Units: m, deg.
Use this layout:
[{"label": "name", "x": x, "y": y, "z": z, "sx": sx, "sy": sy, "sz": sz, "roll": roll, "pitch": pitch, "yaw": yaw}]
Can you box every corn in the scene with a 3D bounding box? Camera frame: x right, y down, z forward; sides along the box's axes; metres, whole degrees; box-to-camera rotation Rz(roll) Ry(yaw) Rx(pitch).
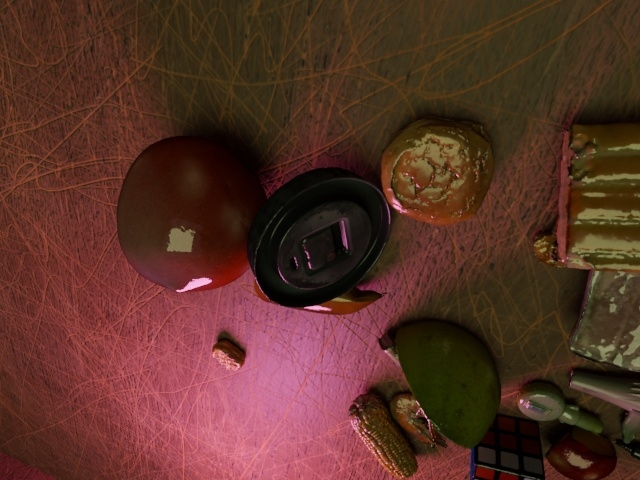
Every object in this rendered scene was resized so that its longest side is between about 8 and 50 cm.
[{"label": "corn", "x": 0.178, "y": 0.564, "z": 1.249, "sx": 0.115, "sy": 0.115, "sz": 0.318, "roll": -21, "pitch": 110, "yaw": 30}]

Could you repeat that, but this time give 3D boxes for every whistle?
[{"label": "whistle", "x": 0.567, "y": 0.406, "z": 1.033, "sx": 0.198, "sy": 0.057, "sz": 0.104, "roll": 25, "pitch": 126, "yaw": 7}]

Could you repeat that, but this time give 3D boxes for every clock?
[{"label": "clock", "x": 0.001, "y": 0.000, "z": 0.879, "sx": 0.061, "sy": 0.312, "sz": 0.313, "roll": 50, "pitch": 141, "yaw": 44}]

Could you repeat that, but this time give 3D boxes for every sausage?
[{"label": "sausage", "x": -0.004, "y": 0.123, "z": 1.048, "sx": 0.327, "sy": 0.112, "sz": 0.112, "roll": 8, "pitch": 122, "yaw": 16}]

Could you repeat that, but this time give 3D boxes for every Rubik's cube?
[{"label": "Rubik's cube", "x": 0.466, "y": 0.559, "z": 1.102, "sx": 0.163, "sy": 0.161, "sz": 0.162, "roll": 6, "pitch": 121, "yaw": 17}]

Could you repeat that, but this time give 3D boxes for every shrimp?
[{"label": "shrimp", "x": 0.283, "y": 0.504, "z": 1.208, "sx": 0.217, "sy": 0.051, "sz": 0.115, "roll": 47, "pitch": 122, "yaw": -8}]

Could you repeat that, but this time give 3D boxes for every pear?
[{"label": "pear", "x": 0.304, "y": 0.320, "z": 0.969, "sx": 0.288, "sy": 0.239, "sz": 0.139, "roll": 41, "pitch": 126, "yaw": -8}]

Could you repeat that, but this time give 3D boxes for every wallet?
[{"label": "wallet", "x": 0.209, "y": 0.299, "z": 1.074, "sx": 0.155, "sy": 0.110, "sz": 0.039, "roll": 44, "pitch": 91, "yaw": -6}]

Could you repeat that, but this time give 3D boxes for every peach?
[{"label": "peach", "x": 0.630, "y": 0.522, "z": 1.056, "sx": 0.118, "sy": 0.151, "sz": 0.151, "roll": 58, "pitch": 137, "yaw": 37}]

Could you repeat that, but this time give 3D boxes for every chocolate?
[{"label": "chocolate", "x": 0.587, "y": 0.092, "z": 0.804, "sx": 0.184, "sy": 0.100, "sz": 0.304, "roll": 14, "pitch": 115, "yaw": 20}]

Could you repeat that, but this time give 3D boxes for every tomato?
[{"label": "tomato", "x": -0.267, "y": -0.043, "z": 0.914, "sx": 0.320, "sy": 0.322, "sz": 0.322, "roll": 10, "pitch": 123, "yaw": 15}]

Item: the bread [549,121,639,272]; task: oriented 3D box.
[{"label": "bread", "x": 0.506, "y": -0.070, "z": 0.689, "sx": 0.245, "sy": 0.111, "sz": 0.240, "roll": 1, "pitch": 93, "yaw": 24}]

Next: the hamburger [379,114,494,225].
[{"label": "hamburger", "x": 0.213, "y": -0.130, "z": 0.814, "sx": 0.213, "sy": 0.108, "sz": 0.214, "roll": 7, "pitch": 122, "yaw": 11}]

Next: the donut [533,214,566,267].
[{"label": "donut", "x": 0.465, "y": 0.000, "z": 0.832, "sx": 0.097, "sy": 0.043, "sz": 0.108, "roll": 41, "pitch": 124, "yaw": -6}]

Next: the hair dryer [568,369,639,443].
[{"label": "hair dryer", "x": 0.656, "y": 0.363, "z": 0.978, "sx": 0.218, "sy": 0.088, "sz": 0.225, "roll": 26, "pitch": 141, "yaw": 12}]

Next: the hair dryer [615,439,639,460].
[{"label": "hair dryer", "x": 0.826, "y": 0.520, "z": 0.999, "sx": 0.255, "sy": 0.128, "sz": 0.070, "roll": 25, "pitch": 122, "yaw": 32}]

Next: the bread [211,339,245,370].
[{"label": "bread", "x": -0.283, "y": 0.353, "z": 1.331, "sx": 0.110, "sy": 0.044, "sz": 0.083, "roll": 44, "pitch": 126, "yaw": -12}]
